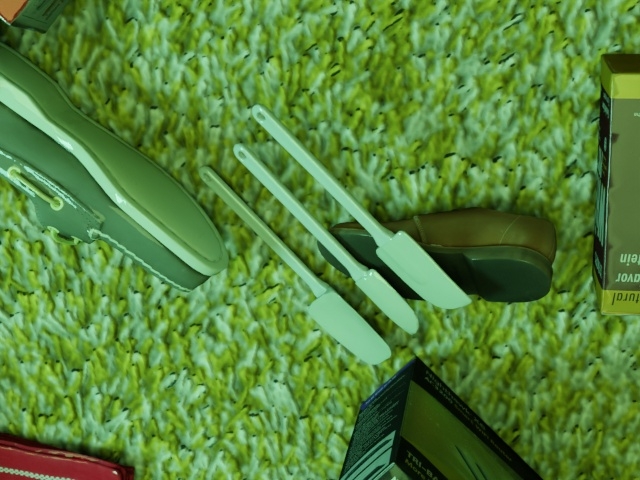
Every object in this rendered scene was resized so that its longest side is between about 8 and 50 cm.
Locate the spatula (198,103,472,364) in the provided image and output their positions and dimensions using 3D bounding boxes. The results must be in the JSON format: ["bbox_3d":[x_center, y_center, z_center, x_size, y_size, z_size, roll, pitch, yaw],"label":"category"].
[{"bbox_3d":[0.000,0.000,1.189,0.242,0.019,0.168,44,145,-5],"label":"spatula"}]

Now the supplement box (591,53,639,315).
[{"bbox_3d":[0.322,-0.047,1.114,0.191,0.129,0.194,1,104,7],"label":"supplement box"}]

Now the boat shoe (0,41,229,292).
[{"bbox_3d":[-0.215,-0.053,1.199,0.305,0.109,0.091,40,107,2],"label":"boat shoe"}]

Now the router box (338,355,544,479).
[{"bbox_3d":[0.153,0.265,1.162,0.309,0.243,0.081,44,106,-6],"label":"router box"}]

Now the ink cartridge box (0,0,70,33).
[{"bbox_3d":[-0.243,-0.368,1.078,0.272,0.130,0.309,38,95,-2],"label":"ink cartridge box"}]

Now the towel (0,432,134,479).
[{"bbox_3d":[-0.298,0.318,1.346,0.199,0.031,0.275,13,106,5],"label":"towel"}]

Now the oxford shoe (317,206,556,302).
[{"bbox_3d":[0.102,0.004,1.196,0.212,0.076,0.076,6,140,20],"label":"oxford shoe"}]
